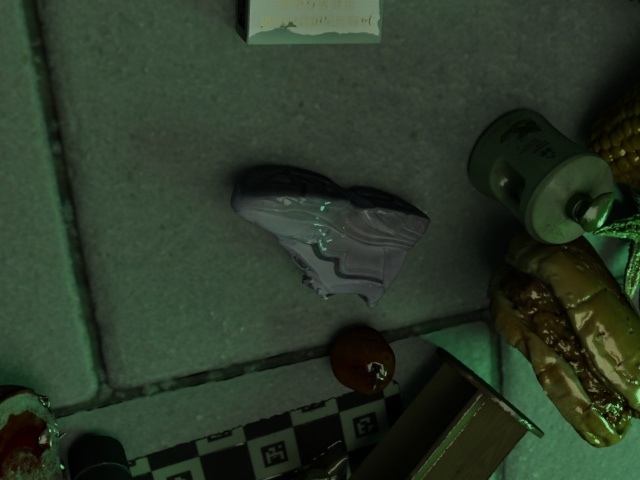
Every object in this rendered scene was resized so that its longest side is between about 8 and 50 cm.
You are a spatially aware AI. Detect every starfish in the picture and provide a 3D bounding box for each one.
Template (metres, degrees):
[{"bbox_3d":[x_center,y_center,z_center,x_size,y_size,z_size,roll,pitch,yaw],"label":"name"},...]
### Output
[{"bbox_3d":[0.422,0.005,1.587,0.208,0.053,0.176,20,104,-24],"label":"starfish"}]

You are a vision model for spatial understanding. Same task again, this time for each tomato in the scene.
[{"bbox_3d":[-0.390,0.271,1.398,0.155,0.180,0.214,-4,93,18],"label":"tomato"}]

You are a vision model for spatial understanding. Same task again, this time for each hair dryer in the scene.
[{"bbox_3d":[-0.240,0.348,1.509,0.071,0.124,0.219,-20,133,-5],"label":"hair dryer"}]

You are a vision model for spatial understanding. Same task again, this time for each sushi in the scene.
[{"bbox_3d":[-0.033,0.386,1.606,0.359,0.064,0.343,-16,116,-9],"label":"sushi"}]

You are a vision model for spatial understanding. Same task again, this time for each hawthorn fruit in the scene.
[{"bbox_3d":[0.055,0.151,1.515,0.081,0.093,0.081,-5,113,-13],"label":"hawthorn fruit"}]

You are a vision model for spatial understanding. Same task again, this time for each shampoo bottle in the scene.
[{"bbox_3d":[0.257,-0.066,1.405,0.087,0.234,0.118,35,99,-26],"label":"shampoo bottle"}]

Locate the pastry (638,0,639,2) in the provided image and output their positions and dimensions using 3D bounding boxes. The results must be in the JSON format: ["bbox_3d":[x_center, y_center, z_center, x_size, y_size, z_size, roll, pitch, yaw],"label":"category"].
[{"bbox_3d":[0.394,-0.361,1.344,0.132,0.235,0.240,-26,115,-48],"label":"pastry"}]

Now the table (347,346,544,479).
[{"bbox_3d":[0.141,0.271,1.540,0.167,0.167,0.227,38,92,-27],"label":"table"}]

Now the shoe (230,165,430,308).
[{"bbox_3d":[0.000,0.000,1.436,0.245,0.095,0.138,12,106,-28],"label":"shoe"}]

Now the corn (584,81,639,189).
[{"bbox_3d":[0.468,-0.175,1.390,0.144,0.144,0.387,25,139,-24],"label":"corn"}]

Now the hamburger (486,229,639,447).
[{"bbox_3d":[0.304,0.101,1.468,0.144,0.283,0.259,-38,100,9],"label":"hamburger"}]

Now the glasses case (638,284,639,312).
[{"bbox_3d":[0.505,-0.032,1.468,0.425,0.098,0.156,-34,146,-38],"label":"glasses case"}]

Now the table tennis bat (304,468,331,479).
[{"bbox_3d":[-0.018,0.391,1.568,0.138,0.022,0.247,0,119,-17],"label":"table tennis bat"}]

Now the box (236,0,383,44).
[{"bbox_3d":[-0.007,-0.331,1.308,0.155,0.067,0.243,-4,114,-17],"label":"box"}]
